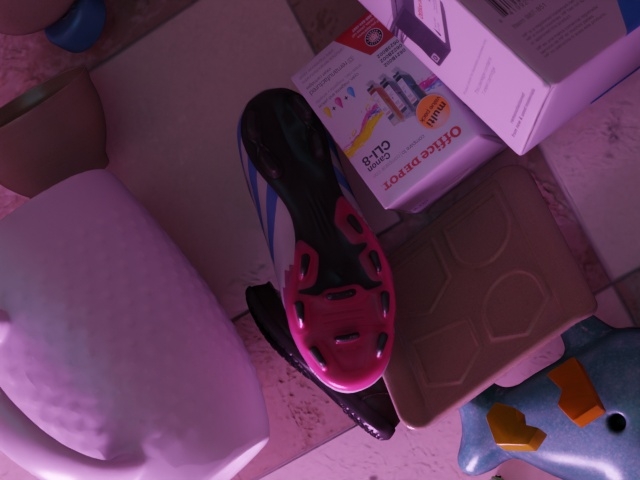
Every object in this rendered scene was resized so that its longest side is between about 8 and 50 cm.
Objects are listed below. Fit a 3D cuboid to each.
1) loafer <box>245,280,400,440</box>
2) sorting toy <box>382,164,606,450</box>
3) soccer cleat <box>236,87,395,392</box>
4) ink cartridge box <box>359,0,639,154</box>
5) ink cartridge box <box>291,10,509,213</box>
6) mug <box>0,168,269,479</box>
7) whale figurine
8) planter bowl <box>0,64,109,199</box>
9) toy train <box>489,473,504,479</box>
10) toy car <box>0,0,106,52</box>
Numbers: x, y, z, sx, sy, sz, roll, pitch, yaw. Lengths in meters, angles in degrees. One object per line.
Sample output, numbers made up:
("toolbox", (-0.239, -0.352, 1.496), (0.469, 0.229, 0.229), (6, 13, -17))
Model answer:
("loafer", (0.012, 0.115, 1.886), (0.220, 0.080, 0.078), (43, 81, 7))
("sorting toy", (0.166, 0.093, 1.776), (0.229, 0.041, 0.307), (-35, 48, 16))
("soccer cleat", (0.000, 0.000, 1.853), (0.116, 0.143, 0.331), (-16, 79, -4))
("ink cartridge box", (0.176, -0.269, 1.736), (0.223, 0.129, 0.307), (-36, 72, -25))
("ink cartridge box", (0.085, -0.132, 1.825), (0.128, 0.127, 0.176), (-39, 77, 16))
("mug", (-0.237, 0.141, 1.819), (0.276, 0.374, 0.328), (-44, 81, 20))
("whale figurine", (0.254, 0.176, 1.744), (0.272, 0.141, 0.216), (-4, 88, 20))
("planter bowl", (-0.303, -0.106, 1.976), (0.162, 0.162, 0.109), (-24, 107, 19))
("toy train", (0.175, 0.283, 1.837), (0.017, 0.024, 0.083), (11, 93, 21))
("toy car", (-0.342, -0.362, 1.992), (0.210, 0.219, 0.238), (-54, 43, 13))
